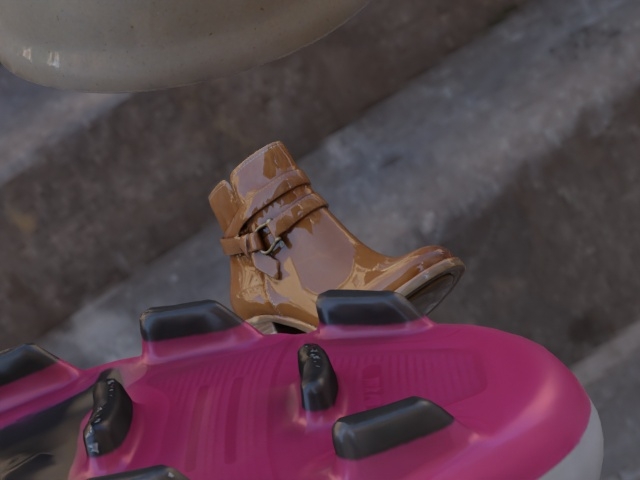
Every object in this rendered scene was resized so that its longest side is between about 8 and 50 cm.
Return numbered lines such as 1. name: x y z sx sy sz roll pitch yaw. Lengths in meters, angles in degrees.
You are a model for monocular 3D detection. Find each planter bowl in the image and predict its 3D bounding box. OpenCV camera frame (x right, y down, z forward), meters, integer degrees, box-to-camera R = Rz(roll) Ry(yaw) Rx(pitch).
1. planter bowl: -0.060 -0.142 0.661 0.162 0.109 0.162 -9 33 6

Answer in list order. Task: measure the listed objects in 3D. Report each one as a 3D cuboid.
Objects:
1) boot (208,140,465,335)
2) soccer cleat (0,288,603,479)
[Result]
1. boot: 0.000 0.000 1.202 0.197 0.152 0.073 -29 -16 38
2. soccer cleat: -0.092 0.116 0.377 0.331 0.143 0.116 -18 18 -2
